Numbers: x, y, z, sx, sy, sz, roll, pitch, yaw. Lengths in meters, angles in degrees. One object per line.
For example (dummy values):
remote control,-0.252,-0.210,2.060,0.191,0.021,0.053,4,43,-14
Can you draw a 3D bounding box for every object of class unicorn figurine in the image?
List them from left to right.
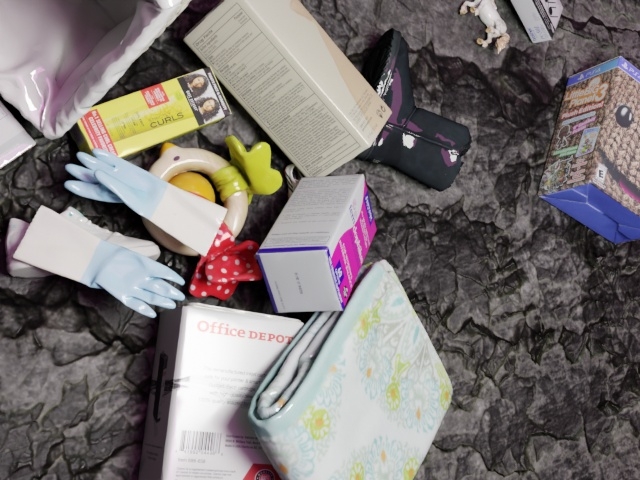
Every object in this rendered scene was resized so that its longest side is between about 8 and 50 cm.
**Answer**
unicorn figurine,0.327,-0.452,1.661,0.111,0.060,0.161,-37,114,-39

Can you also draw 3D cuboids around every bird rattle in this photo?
bird rattle,-0.175,-0.043,1.288,0.207,0.143,0.253,19,85,-14

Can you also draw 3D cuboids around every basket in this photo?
basket,-0.330,-0.377,1.087,0.331,0.328,0.266,44,42,-15

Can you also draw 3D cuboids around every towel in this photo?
towel,0.064,0.252,1.282,0.374,0.090,0.320,-51,123,-40

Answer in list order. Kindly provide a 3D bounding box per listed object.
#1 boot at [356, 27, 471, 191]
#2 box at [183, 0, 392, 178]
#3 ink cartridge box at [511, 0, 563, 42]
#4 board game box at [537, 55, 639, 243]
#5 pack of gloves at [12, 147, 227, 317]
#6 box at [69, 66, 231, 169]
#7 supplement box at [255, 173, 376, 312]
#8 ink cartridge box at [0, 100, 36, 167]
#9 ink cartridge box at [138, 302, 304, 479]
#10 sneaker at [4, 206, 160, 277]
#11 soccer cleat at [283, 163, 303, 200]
boot,0.171,-0.227,1.502,0.207,0.094,0.246,17,80,-23
box,-0.048,-0.260,1.341,0.311,0.148,0.121,49,41,-15
ink cartridge box,0.413,-0.501,1.677,0.207,0.046,0.097,48,55,-37
board game box,0.601,-0.177,1.715,0.232,0.141,0.290,28,69,-23
pack of gloves,-0.266,-0.017,1.155,0.232,0.046,0.195,26,66,-8
box,-0.255,-0.185,1.274,0.232,0.058,0.087,-26,96,-30
supplement box,0.000,0.000,1.292,0.220,0.114,0.111,-65,146,-52
ink cartridge box,-0.556,-0.143,1.095,0.275,0.060,0.239,-43,104,-29
ink cartridge box,-0.142,0.240,1.233,0.197,0.114,0.272,12,77,-28
sneaker,-0.332,-0.003,1.194,0.212,0.080,0.094,-1,70,-29
soccer cleat,-0.038,-0.086,1.394,0.029,0.036,0.083,-11,87,-31
